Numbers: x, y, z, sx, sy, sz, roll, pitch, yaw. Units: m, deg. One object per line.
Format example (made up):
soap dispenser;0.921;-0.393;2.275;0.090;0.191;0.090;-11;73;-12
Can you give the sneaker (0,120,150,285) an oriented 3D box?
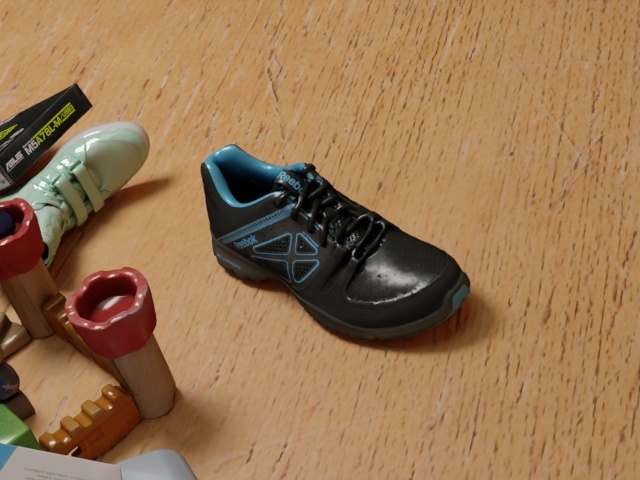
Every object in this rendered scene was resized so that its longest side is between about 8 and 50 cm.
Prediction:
sneaker;-0.298;-0.035;1.666;0.256;0.094;0.151;-34;35;-3

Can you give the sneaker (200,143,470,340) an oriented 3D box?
sneaker;0.000;0.000;1.479;0.340;0.140;0.125;18;50;34

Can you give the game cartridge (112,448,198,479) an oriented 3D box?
game cartridge;-0.227;0.314;1.274;0.297;0.062;0.198;-29;45;-13

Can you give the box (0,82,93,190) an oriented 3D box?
box;-0.401;-0.108;1.762;0.190;0.045;0.184;-19;27;40

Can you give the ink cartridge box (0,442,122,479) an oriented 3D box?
ink cartridge box;-0.264;0.315;1.048;0.197;0.198;0.270;-49;39;33

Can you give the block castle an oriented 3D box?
block castle;-0.400;0.156;1.394;0.453;0.213;0.303;-39;44;-23
